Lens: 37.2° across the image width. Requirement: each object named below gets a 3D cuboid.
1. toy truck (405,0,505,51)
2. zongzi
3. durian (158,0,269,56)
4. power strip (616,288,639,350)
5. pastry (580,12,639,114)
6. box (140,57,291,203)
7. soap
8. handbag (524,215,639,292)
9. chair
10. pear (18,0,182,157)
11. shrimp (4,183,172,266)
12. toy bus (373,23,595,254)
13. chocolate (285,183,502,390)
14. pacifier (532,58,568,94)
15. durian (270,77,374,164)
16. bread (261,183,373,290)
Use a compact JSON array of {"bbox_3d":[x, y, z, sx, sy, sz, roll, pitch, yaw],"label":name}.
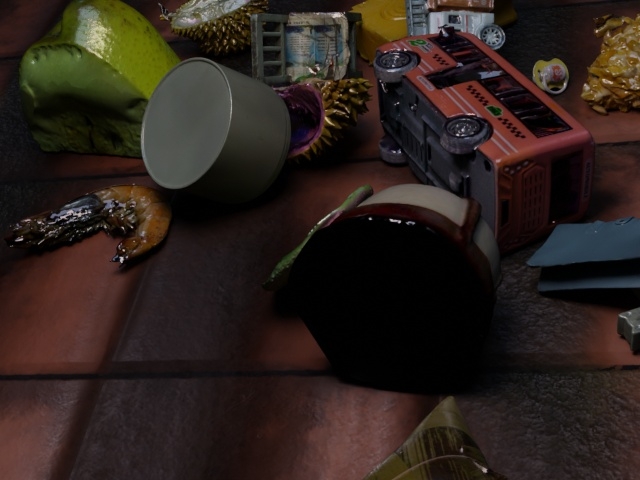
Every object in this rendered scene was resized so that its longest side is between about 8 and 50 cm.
[{"bbox_3d":[0.246,-0.447,1.815,0.185,0.133,0.338,2,80,-5],"label":"toy truck"},{"bbox_3d":[0.067,0.316,1.112,0.290,0.154,0.317,-18,21,0],"label":"zongzi"},{"bbox_3d":[-0.225,-0.471,2.074,0.238,0.137,0.193,-2,46,11],"label":"durian"},{"bbox_3d":[0.476,0.100,1.284,0.145,0.061,0.215,-18,40,-6],"label":"power strip"},{"bbox_3d":[0.560,-0.332,1.726,0.154,0.102,0.250,11,48,27],"label":"pastry"},{"bbox_3d":[-0.180,-0.183,1.636,0.226,0.149,0.226,-11,73,39],"label":"box"},{"bbox_3d":[0.223,-0.466,1.977,0.325,0.096,0.204,-29,43,-17],"label":"soap"},{"bbox_3d":[0.418,0.012,1.354,0.221,0.057,0.144,-10,25,42],"label":"handbag"},{"bbox_3d":[-0.016,-0.367,1.812,0.147,0.136,0.270,2,11,17],"label":"chair"},{"bbox_3d":[-0.411,-0.326,1.829,0.343,0.318,0.238,7,49,19],"label":"pear"},{"bbox_3d":[-0.395,-0.013,1.650,0.290,0.054,0.222,-16,39,-16],"label":"shrimp"},{"bbox_3d":[0.252,-0.183,1.567,0.233,0.203,0.427,-18,41,-13],"label":"toy bus"},{"bbox_3d":[0.119,0.048,1.314,0.284,0.283,0.186,3,27,18],"label":"chocolate"},{"bbox_3d":[0.424,-0.303,1.780,0.083,0.068,0.064,-13,2,-27],"label":"pacifier"},{"bbox_3d":[-0.007,-0.233,1.714,0.187,0.153,0.260,-28,20,-22],"label":"durian"},{"bbox_3d":[0.000,0.000,1.438,0.033,0.228,0.228,45,60,4],"label":"bread"}]
